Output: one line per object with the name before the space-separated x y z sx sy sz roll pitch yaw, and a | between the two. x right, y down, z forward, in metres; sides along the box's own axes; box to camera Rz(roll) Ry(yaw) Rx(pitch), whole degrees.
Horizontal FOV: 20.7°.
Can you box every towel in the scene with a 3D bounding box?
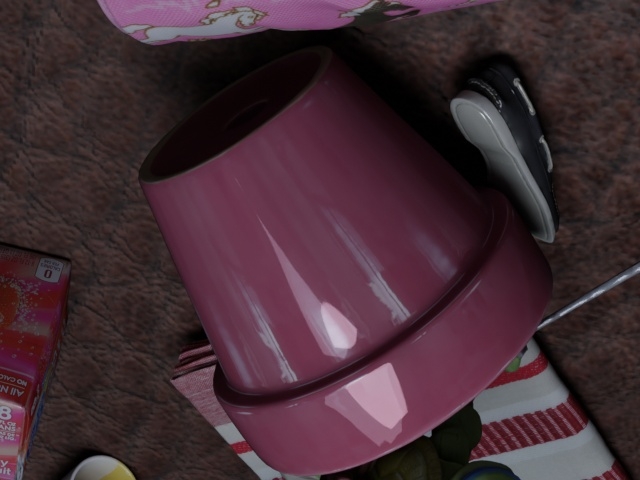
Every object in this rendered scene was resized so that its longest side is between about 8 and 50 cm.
towel | 0.078 0.149 1.225 0.237 0.037 0.329 -17 133 24

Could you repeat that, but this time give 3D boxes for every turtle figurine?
turtle figurine | 0.096 0.163 1.061 0.266 0.274 0.198 -18 103 58

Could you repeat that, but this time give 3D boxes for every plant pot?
plant pot | 0.000 0.000 0.979 0.201 0.201 0.180 -23 112 31

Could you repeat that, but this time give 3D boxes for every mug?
mug | -0.172 0.204 1.315 0.078 0.062 0.064 40 138 -19

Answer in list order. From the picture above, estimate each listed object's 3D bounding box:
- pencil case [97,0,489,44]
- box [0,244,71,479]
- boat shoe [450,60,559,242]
pencil case | 0.074 -0.187 0.780 0.386 0.160 0.167 -5 177 16
box | -0.303 0.066 1.141 0.256 0.128 0.123 14 137 -3
boat shoe | 0.114 -0.049 1.002 0.046 0.038 0.125 20 152 47
